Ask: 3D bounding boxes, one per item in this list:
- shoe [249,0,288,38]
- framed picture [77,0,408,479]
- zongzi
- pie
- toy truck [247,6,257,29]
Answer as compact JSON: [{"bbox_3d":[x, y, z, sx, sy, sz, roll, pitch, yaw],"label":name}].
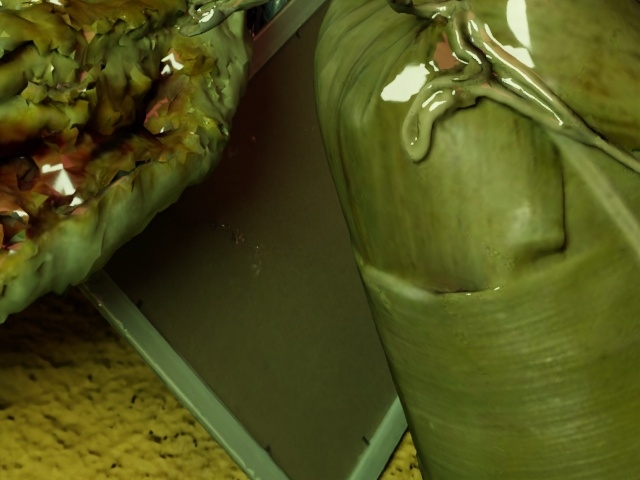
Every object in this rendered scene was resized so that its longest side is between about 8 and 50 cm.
[{"bbox_3d":[-0.026,-0.151,0.844,0.064,0.071,0.143,-30,61,-34],"label":"shoe"},{"bbox_3d":[0.000,0.000,0.693,0.231,0.018,0.293,52,48,-17],"label":"framed picture"},{"bbox_3d":[0.181,-0.040,0.521,0.418,0.447,0.181,-23,27,-5],"label":"zongzi"},{"bbox_3d":[-0.231,-0.094,0.580,0.395,0.180,0.418,1,31,19],"label":"pie"},{"bbox_3d":[-0.114,-0.084,0.736,0.136,0.111,0.286,-1,55,24],"label":"toy truck"}]
